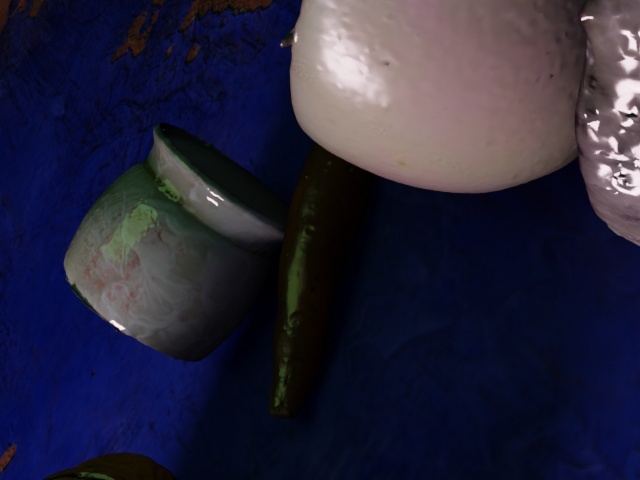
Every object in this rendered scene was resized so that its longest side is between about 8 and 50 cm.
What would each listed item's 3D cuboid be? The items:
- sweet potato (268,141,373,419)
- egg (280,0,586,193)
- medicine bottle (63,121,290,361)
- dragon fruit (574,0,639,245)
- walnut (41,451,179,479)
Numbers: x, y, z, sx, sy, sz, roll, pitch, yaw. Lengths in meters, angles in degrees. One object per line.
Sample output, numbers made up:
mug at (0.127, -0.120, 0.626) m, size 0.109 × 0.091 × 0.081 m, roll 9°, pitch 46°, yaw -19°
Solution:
sweet potato at (-0.001, 0.000, 0.902) m, size 0.057 × 0.057 × 0.264 m, roll -15°, pitch 52°, yaw 50°
egg at (0.109, -0.124, 0.746) m, size 0.271 × 0.162 × 0.206 m, roll -45°, pitch -22°, yaw -42°
medicine bottle at (-0.105, 0.000, 0.968) m, size 0.143 × 0.147 × 0.147 m, roll -53°, pitch 32°, yaw 8°
dragon fruit at (0.250, -0.082, 0.480) m, size 0.221 × 0.204 × 0.283 m, roll 18°, pitch 55°, yaw 31°
walnut at (-0.161, 0.226, 0.881) m, size 0.180 × 0.144 × 0.144 m, roll -52°, pitch 31°, yaw 32°
